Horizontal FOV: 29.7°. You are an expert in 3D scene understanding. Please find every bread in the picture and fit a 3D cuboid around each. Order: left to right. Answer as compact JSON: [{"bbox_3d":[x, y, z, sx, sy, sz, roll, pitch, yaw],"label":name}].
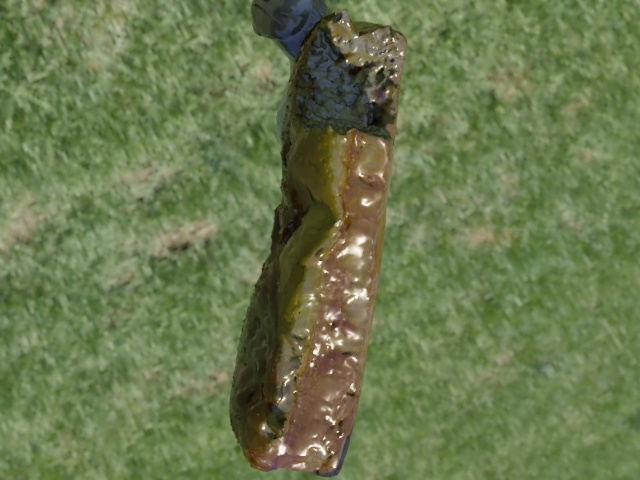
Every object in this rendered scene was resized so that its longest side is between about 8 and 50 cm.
[{"bbox_3d":[0.000,0.000,1.004,0.109,0.380,0.185,10,-171,0],"label":"bread"}]

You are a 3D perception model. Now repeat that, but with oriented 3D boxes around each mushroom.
[{"bbox_3d":[-0.008,-0.165,1.134,0.092,0.081,0.223,1,147,10],"label":"mushroom"}]
